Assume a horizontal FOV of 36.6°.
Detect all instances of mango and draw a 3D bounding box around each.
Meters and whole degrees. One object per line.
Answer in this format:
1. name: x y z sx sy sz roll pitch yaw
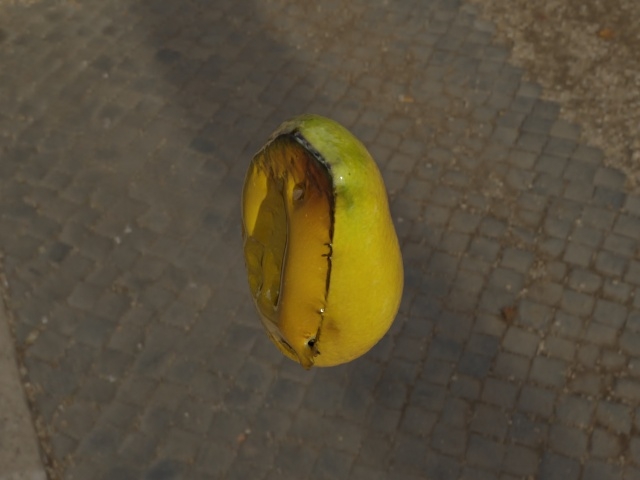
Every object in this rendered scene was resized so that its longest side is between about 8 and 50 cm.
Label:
1. mango: 0.000 0.000 0.443 0.066 0.187 0.101 -19 67 -12
